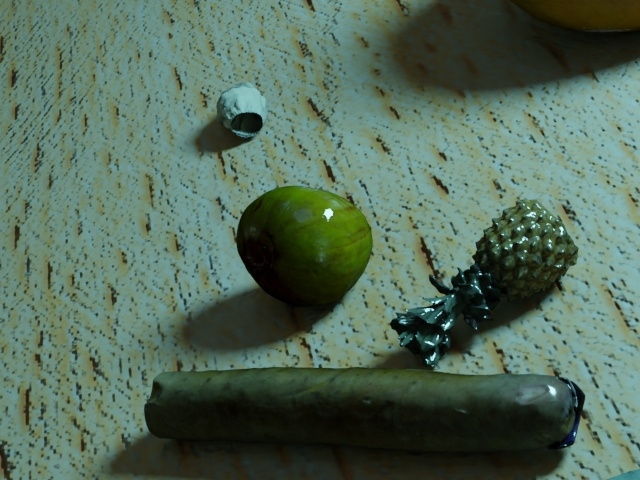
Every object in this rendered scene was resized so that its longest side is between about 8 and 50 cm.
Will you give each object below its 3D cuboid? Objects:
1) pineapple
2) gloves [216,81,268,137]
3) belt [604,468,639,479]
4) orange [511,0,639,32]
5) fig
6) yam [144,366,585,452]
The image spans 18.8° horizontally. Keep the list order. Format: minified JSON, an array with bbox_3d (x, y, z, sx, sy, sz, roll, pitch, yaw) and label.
[{"bbox_3d":[0.094,0.031,1.139,0.124,0.058,0.058,-43,34,-13],"label":"pineapple"},{"bbox_3d":[-0.057,-0.099,1.467,0.044,0.037,0.081,10,13,-23],"label":"gloves"},{"bbox_3d":[0.134,0.159,0.871,0.140,0.058,0.105,-31,25,-14],"label":"belt"},{"bbox_3d":[0.220,-0.256,1.425,0.240,0.171,0.240,-16,28,9],"label":"orange"},{"bbox_3d":[0.000,0.000,1.220,0.098,0.082,0.084,-17,-12,-30],"label":"fig"},{"bbox_3d":[0.019,0.092,1.068,0.264,0.046,0.046,-2,33,31],"label":"yam"}]
